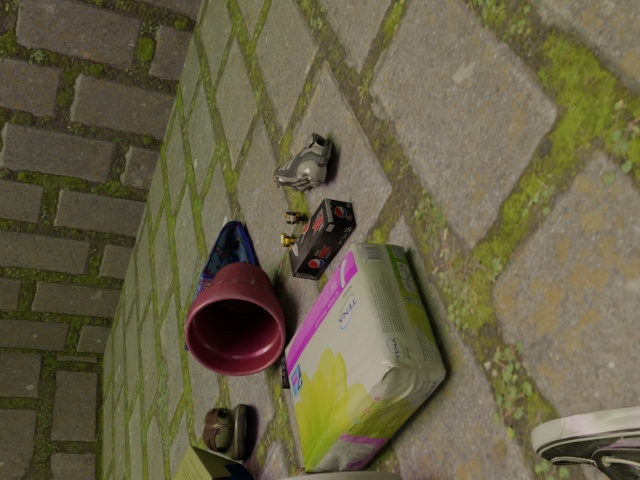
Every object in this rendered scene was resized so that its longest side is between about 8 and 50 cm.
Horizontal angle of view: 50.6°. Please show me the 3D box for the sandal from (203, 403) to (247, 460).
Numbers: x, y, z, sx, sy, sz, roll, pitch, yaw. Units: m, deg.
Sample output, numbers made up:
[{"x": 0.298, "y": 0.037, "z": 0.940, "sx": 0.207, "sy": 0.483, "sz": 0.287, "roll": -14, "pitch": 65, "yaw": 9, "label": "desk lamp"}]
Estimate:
[{"x": -0.232, "y": 0.436, "z": 1.542, "sx": 0.303, "sy": 0.086, "sz": 0.120, "roll": 149, "pitch": 125, "yaw": -60, "label": "sandal"}]

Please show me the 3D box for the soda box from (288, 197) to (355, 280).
[{"x": 0.000, "y": 0.000, "z": 1.210, "sx": 0.169, "sy": 0.053, "sz": 0.060, "roll": 125, "pitch": 145, "yaw": -44, "label": "soda box"}]

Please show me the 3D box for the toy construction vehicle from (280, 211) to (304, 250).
[{"x": -0.052, "y": -0.016, "z": 1.365, "sx": 0.098, "sy": 0.035, "sz": 0.086, "roll": -166, "pitch": 74, "yaw": -69, "label": "toy construction vehicle"}]

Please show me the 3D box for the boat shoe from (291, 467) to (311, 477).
[{"x": -0.047, "y": 0.454, "z": 1.177, "sx": 0.135, "sy": 0.050, "sz": 0.045, "roll": -61, "pitch": 26, "yaw": 19, "label": "boat shoe"}]

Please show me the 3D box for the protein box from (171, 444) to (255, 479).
[{"x": -0.232, "y": 0.561, "z": 1.376, "sx": 0.201, "sy": 0.136, "sz": 0.200, "roll": -64, "pitch": 22, "yaw": -8, "label": "protein box"}]

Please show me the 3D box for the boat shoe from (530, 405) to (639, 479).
[{"x": 0.257, "y": 0.173, "z": 0.546, "sx": 0.219, "sy": 0.077, "sz": 0.070, "roll": -36, "pitch": 49, "yaw": 56, "label": "boat shoe"}]

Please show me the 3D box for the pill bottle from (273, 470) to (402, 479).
[{"x": 0.023, "y": 0.485, "z": 0.786, "sx": 0.224, "sy": 0.224, "sz": 0.392, "roll": 135, "pitch": 138, "yaw": -53, "label": "pill bottle"}]

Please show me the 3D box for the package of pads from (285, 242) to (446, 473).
[{"x": 0.049, "y": 0.180, "z": 0.981, "sx": 0.229, "sy": 0.101, "sz": 0.297, "roll": -104, "pitch": 32, "yaw": -42, "label": "package of pads"}]

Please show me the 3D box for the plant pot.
[{"x": -0.167, "y": 0.145, "z": 1.393, "sx": 0.180, "sy": 0.201, "sz": 0.201, "roll": -91, "pitch": 21, "yaw": -60, "label": "plant pot"}]

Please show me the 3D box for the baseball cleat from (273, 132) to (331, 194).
[{"x": -0.027, "y": -0.150, "z": 1.327, "sx": 0.206, "sy": 0.072, "sz": 0.109, "roll": 6, "pitch": 72, "yaw": 64, "label": "baseball cleat"}]

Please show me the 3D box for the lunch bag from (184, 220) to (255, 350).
[{"x": -0.243, "y": 0.100, "z": 1.657, "sx": 0.293, "sy": 0.138, "sz": 0.221, "roll": -103, "pitch": 28, "yaw": -57, "label": "lunch bag"}]

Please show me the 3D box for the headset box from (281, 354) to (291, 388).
[{"x": -0.043, "y": 0.236, "z": 1.253, "sx": 0.083, "sy": 0.032, "sz": 0.062, "roll": -42, "pitch": 46, "yaw": 54, "label": "headset box"}]
